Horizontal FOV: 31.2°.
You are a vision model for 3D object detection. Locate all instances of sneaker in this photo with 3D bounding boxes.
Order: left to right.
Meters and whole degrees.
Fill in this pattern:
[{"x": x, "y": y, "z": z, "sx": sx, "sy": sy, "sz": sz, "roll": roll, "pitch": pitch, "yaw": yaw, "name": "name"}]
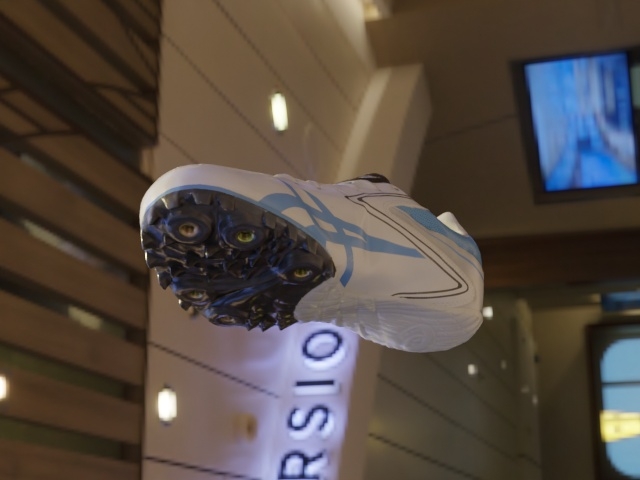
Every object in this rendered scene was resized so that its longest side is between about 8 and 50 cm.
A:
[{"x": 0.000, "y": 0.000, "z": 0.562, "sx": 0.237, "sy": 0.085, "sz": 0.086, "roll": 19, "pitch": -127, "yaw": -50, "name": "sneaker"}]
